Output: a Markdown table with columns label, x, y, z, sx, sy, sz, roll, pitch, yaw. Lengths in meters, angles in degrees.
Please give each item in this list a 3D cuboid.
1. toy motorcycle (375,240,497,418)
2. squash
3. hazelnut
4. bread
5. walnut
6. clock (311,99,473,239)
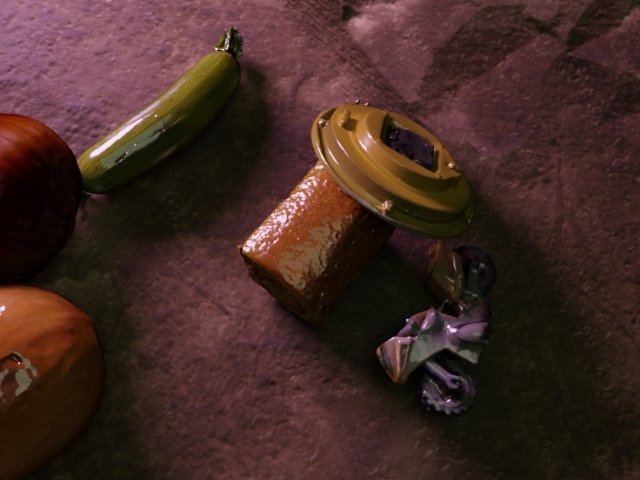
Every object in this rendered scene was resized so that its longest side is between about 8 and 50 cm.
| label | x | y | z | sx | sy | sz | roll | pitch | yaw |
| --- | --- | --- | --- | --- | --- | --- | --- | --- | --- |
| toy motorcycle | 0.143 | 0.098 | 1.192 | 0.129 | 0.094 | 0.229 | 17 | 62 | -2 |
| squash | -0.192 | -0.147 | 1.206 | 0.080 | 0.071 | 0.318 | 43 | 71 | 4 |
| hazelnut | -0.357 | -0.050 | 1.093 | 0.177 | 0.178 | 0.204 | 22 | 47 | -4 |
| bread | 0.000 | 0.000 | 1.184 | 0.132 | 0.103 | 0.172 | 38 | 70 | 8 |
| walnut | -0.360 | 0.172 | 1.016 | 0.203 | 0.203 | 0.298 | 42 | 65 | 3 |
| clock | 0.100 | -0.099 | 1.193 | 0.237 | 0.057 | 0.237 | 23 | 33 | -17 |
